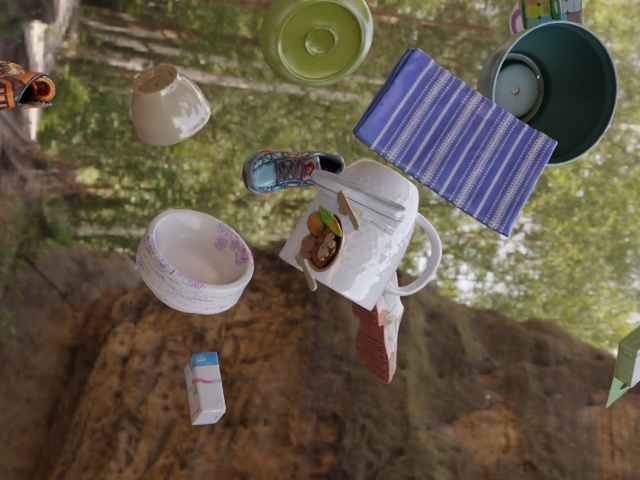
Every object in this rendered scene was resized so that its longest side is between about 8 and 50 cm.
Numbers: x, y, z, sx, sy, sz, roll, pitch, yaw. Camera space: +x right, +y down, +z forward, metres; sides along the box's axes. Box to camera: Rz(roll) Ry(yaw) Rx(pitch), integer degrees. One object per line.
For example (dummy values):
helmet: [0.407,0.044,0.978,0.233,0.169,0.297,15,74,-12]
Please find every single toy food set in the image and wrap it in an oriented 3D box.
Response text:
toy food set: [0.000,0.000,1.756,0.192,0.039,0.132,-56,-141,27]

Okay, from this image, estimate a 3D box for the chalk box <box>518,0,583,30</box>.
chalk box: [0.504,-0.542,1.921,0.213,0.132,0.132,-77,157,-56]

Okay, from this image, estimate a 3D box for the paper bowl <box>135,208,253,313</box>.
paper bowl: [-0.322,0.066,2.178,0.148,0.284,0.284,-58,-153,35]

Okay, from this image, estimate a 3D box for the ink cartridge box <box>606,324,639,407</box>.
ink cartridge box: [0.741,0.280,1.994,0.056,0.171,0.235,36,-35,41]

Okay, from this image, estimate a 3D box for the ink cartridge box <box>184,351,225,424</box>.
ink cartridge box: [-0.230,0.294,1.724,0.088,0.052,0.122,124,-43,-54]

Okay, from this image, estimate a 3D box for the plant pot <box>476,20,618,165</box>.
plant pot: [0.453,-0.316,1.861,0.196,0.293,0.293,-146,-119,-70]

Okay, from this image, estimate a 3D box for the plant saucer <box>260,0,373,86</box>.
plant saucer: [-0.004,-0.418,1.805,0.037,0.241,0.241,-106,-156,-51]

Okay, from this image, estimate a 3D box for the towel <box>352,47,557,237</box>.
towel: [0.248,-0.186,1.578,0.243,0.336,0.040,-56,179,-28]

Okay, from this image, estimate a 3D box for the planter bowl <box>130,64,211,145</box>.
planter bowl: [-0.316,-0.284,1.761,0.162,0.162,0.109,-99,172,-45]

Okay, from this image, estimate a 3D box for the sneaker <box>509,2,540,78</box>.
sneaker: [0.636,-0.567,2.584,0.152,0.114,0.305,-76,150,-59]

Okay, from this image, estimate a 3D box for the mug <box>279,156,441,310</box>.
mug: [0.134,-0.006,2.219,0.328,0.374,0.276,-59,-169,-1]

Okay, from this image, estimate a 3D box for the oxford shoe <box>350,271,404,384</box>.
oxford shoe: [0.189,0.252,2.507,0.140,0.146,0.397,30,-38,35]

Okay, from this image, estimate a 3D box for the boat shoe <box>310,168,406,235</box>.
boat shoe: [0.073,-0.079,1.904,0.075,0.226,0.083,-66,176,17]

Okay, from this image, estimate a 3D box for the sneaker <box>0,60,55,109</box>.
sneaker: [-0.771,-0.391,2.257,0.321,0.180,0.124,-97,-176,-65]

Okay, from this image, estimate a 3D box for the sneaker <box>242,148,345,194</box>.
sneaker: [-0.056,-0.168,1.986,0.125,0.262,0.104,-2,-81,52]
